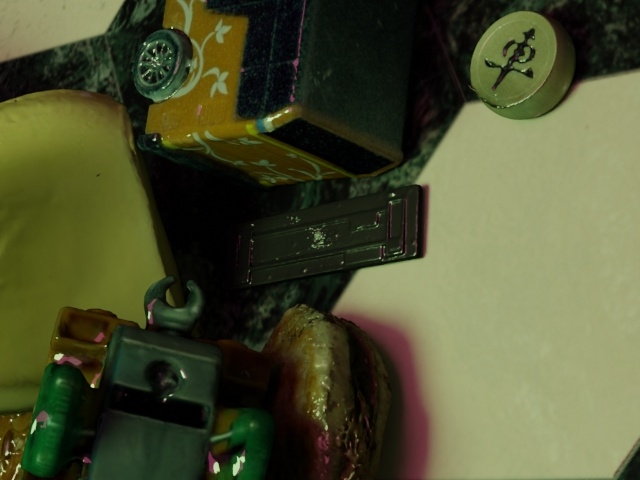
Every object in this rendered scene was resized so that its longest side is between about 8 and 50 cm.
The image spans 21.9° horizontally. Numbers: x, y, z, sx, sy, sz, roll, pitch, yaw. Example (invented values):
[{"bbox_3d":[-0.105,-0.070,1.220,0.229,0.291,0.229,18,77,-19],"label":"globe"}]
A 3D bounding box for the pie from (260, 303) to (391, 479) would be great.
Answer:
[{"bbox_3d":[-0.010,0.142,1.266,0.163,0.079,0.194,-28,54,48],"label":"pie"}]

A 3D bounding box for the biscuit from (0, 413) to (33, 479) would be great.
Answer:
[{"bbox_3d":[-0.246,0.164,1.491,0.305,0.038,0.305,-16,64,37],"label":"biscuit"}]

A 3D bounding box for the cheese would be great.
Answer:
[{"bbox_3d":[-0.272,0.024,1.344,0.128,0.315,0.260,-150,45,-81],"label":"cheese"}]

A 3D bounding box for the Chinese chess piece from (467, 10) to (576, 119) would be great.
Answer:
[{"bbox_3d":[0.153,-0.133,1.248,0.084,0.034,0.084,-16,64,36],"label":"Chinese chess piece"}]

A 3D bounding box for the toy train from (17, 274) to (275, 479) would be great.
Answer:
[{"bbox_3d":[-0.153,0.236,1.210,0.249,0.178,0.429,122,161,-65],"label":"toy train"}]

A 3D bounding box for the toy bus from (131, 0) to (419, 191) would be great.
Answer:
[{"bbox_3d":[-0.023,-0.216,1.351,0.194,0.162,0.324,-2,75,41],"label":"toy bus"}]

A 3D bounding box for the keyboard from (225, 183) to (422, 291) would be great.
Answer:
[{"bbox_3d":[0.000,0.000,1.350,0.204,0.013,0.061,-11,68,38],"label":"keyboard"}]
